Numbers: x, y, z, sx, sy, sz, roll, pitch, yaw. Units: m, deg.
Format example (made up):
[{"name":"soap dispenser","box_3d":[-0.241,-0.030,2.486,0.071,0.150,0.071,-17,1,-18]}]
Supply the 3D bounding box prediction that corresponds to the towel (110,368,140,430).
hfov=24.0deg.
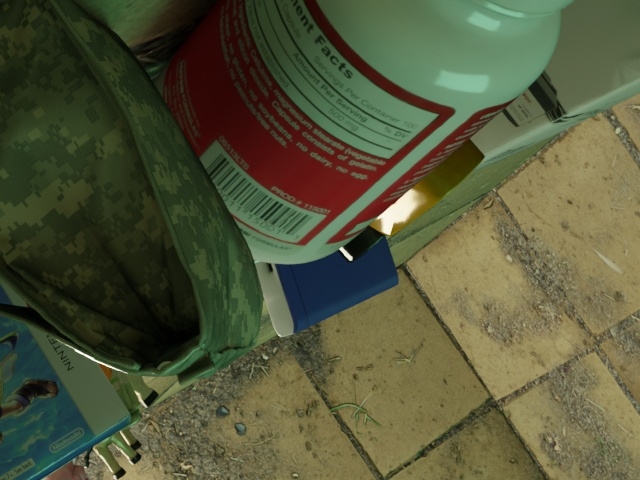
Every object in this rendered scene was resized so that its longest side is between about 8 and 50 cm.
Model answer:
[{"name":"towel","box_3d":[-0.371,0.223,2.056,0.248,0.038,0.325,-32,-153,0]}]

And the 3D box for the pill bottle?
[{"name":"pill bottle","box_3d":[0.042,-0.164,1.201,0.229,0.229,0.408,-27,170,-42]}]

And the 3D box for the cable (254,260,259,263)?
[{"name":"cable","box_3d":[-0.109,-0.042,1.463,0.257,0.089,0.257,-20,-161,-26]}]

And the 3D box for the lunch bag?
[{"name":"lunch bag","box_3d":[-0.158,-0.017,1.069,0.169,0.287,0.235,-34,174,3]}]

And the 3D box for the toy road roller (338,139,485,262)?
[{"name":"toy road roller","box_3d":[0.078,-0.146,1.642,0.240,0.202,0.329,-44,-178,-23]}]

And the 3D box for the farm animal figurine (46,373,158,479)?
[{"name":"farm animal figurine","box_3d":[-0.387,0.257,2.348,0.330,0.172,0.327,-22,-160,40]}]

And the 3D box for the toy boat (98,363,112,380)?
[{"name":"toy boat","box_3d":[-0.297,0.113,1.782,0.231,0.151,0.151,-30,-175,-24]}]

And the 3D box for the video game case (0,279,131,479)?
[{"name":"video game case","box_3d":[-0.352,0.133,1.377,0.269,0.244,0.061,-32,171,-16]}]

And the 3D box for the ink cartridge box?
[{"name":"ink cartridge box","box_3d":[0.298,-0.228,1.907,0.395,0.166,0.285,-26,178,33]}]

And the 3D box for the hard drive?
[{"name":"hard drive","box_3d":[0.000,0.000,2.160,0.040,0.210,0.319,-17,-178,30]}]
